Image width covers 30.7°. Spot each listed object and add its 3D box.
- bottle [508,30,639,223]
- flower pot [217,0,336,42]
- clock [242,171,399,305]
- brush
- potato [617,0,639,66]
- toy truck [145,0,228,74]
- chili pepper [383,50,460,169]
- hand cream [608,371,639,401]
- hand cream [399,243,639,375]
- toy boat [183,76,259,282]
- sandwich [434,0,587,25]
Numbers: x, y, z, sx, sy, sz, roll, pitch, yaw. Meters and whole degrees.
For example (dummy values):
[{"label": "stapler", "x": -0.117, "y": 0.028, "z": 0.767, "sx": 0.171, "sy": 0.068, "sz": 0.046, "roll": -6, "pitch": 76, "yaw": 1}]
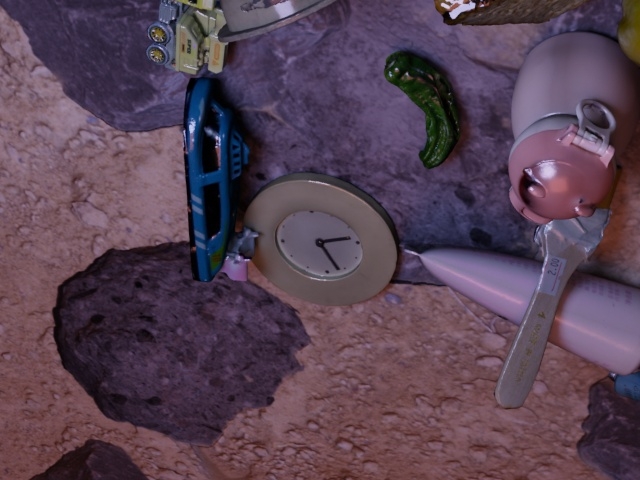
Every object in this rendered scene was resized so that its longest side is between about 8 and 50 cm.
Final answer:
[{"label": "bottle", "x": 0.280, "y": -0.117, "z": 1.314, "sx": 0.147, "sy": 0.236, "sz": 0.147, "roll": 11, "pitch": 135, "yaw": 12}, {"label": "flower pot", "x": -0.063, "y": -0.348, "z": 1.280, "sx": 0.212, "sy": 0.212, "sz": 0.203, "roll": -17, "pitch": 113, "yaw": 33}, {"label": "clock", "x": 0.000, "y": 0.000, "z": 1.684, "sx": 0.235, "sy": 0.029, "sz": 0.235, "roll": 10, "pitch": 132, "yaw": 11}, {"label": "brush", "x": 0.293, "y": 0.059, "z": 1.474, "sx": 0.085, "sy": 0.020, "sz": 0.337, "roll": 18, "pitch": 96, "yaw": -4}, {"label": "potato", "x": 0.417, "y": -0.232, "z": 1.224, "sx": 0.200, "sy": 0.137, "sz": 0.155, "roll": 7, "pitch": 133, "yaw": 14}, {"label": "toy truck", "x": -0.154, "y": -0.282, "z": 1.449, "sx": 0.100, "sy": 0.077, "sz": 0.169, "roll": 20, "pitch": 134, "yaw": 7}, {"label": "chili pepper", "x": 0.136, "y": -0.162, "z": 1.464, "sx": 0.073, "sy": 0.050, "sz": 0.182, "roll": -8, "pitch": 130, "yaw": 19}, {"label": "hand cream", "x": 0.500, "y": 0.229, "z": 1.620, "sx": 0.224, "sy": 0.048, "sz": 0.083, "roll": 26, "pitch": 164, "yaw": 37}, {"label": "hand cream", "x": 0.276, "y": 0.073, "z": 1.562, "sx": 0.358, "sy": 0.185, "sz": 0.118, "roll": 20, "pitch": 95, "yaw": 1}, {"label": "toy boat", "x": -0.133, "y": -0.083, "z": 1.588, "sx": 0.092, "sy": 0.134, "sz": 0.299, "roll": 5, "pitch": 129, "yaw": 4}, {"label": "sandwich", "x": 0.272, "y": -0.310, "z": 1.150, "sx": 0.273, "sy": 0.249, "sz": 0.095, "roll": -27, "pitch": 80, "yaw": 37}]
